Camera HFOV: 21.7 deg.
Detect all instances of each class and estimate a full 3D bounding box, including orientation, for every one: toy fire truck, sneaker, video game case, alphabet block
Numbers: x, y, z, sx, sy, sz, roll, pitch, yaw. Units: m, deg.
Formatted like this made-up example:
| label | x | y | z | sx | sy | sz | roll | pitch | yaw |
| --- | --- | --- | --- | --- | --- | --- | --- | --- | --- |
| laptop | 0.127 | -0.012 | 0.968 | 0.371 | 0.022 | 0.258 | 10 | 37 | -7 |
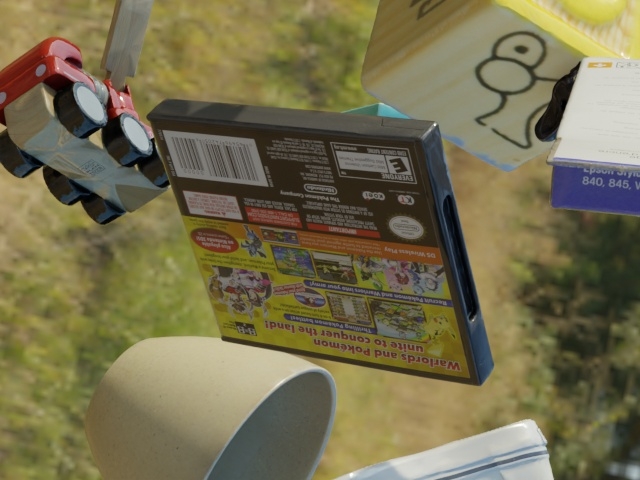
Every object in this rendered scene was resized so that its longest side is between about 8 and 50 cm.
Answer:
| label | x | y | z | sx | sy | sz | roll | pitch | yaw |
| --- | --- | --- | --- | --- | --- | --- | --- | --- | --- |
| toy fire truck | -0.259 | -0.178 | 1.890 | 0.217 | 0.158 | 0.246 | 33 | 33 | -49 |
| sneaker | 0.063 | 0.215 | 1.271 | 0.094 | 0.258 | 0.091 | 99 | -27 | -74 |
| video game case | 0.000 | 0.000 | 1.421 | 0.035 | 0.275 | 0.248 | -49 | 134 | -41 |
| alphabet block | 0.179 | -0.208 | 1.528 | 0.197 | 0.192 | 0.193 | -29 | -139 | 50 |

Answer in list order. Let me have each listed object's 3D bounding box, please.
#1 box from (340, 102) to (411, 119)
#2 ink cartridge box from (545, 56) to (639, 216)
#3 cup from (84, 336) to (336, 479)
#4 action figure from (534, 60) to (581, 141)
| label | x | y | z | sx | sy | sz | roll | pitch | yaw |
| --- | --- | --- | --- | --- | --- | --- | --- | --- | --- |
| box | 0.022 | -0.090 | 1.922 | 0.244 | 0.060 | 0.100 | -7 | -114 | 62 |
| ink cartridge box | 0.308 | -0.051 | 1.096 | 0.307 | 0.304 | 0.072 | -57 | 152 | -65 |
| cup | -0.168 | 0.257 | 2.205 | 0.331 | 0.237 | 0.331 | -44 | 151 | -32 |
| action figure | 0.329 | -0.068 | 1.460 | 0.141 | 0.276 | 0.164 | -36 | -127 | 46 |
